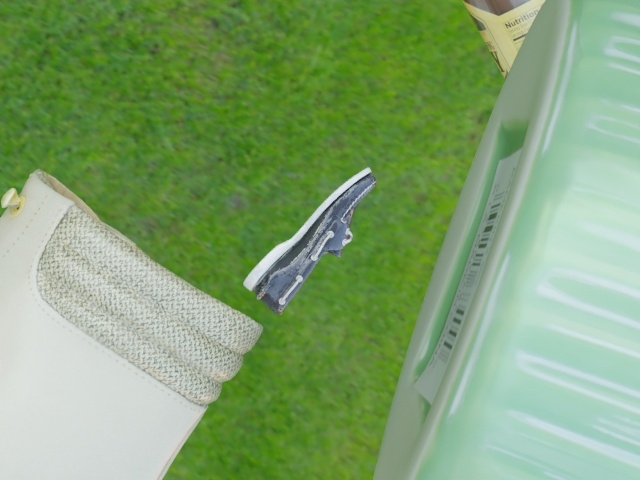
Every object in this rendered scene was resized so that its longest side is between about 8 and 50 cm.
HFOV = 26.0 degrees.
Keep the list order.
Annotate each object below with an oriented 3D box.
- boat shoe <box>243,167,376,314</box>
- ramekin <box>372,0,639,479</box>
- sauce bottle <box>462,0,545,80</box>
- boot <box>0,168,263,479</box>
[{"bbox_3d":[0.000,0.000,0.998,0.038,0.046,0.125,44,80,5],"label":"boat shoe"},{"bbox_3d":[0.128,0.034,0.592,0.148,0.303,0.303,19,100,1],"label":"ramekin"},{"bbox_3d":[0.186,-0.199,1.176,0.111,0.111,0.344,-33,100,-22],"label":"sauce bottle"},{"bbox_3d":[-0.174,0.055,0.587,0.203,0.262,0.095,-62,164,-3],"label":"boot"}]
